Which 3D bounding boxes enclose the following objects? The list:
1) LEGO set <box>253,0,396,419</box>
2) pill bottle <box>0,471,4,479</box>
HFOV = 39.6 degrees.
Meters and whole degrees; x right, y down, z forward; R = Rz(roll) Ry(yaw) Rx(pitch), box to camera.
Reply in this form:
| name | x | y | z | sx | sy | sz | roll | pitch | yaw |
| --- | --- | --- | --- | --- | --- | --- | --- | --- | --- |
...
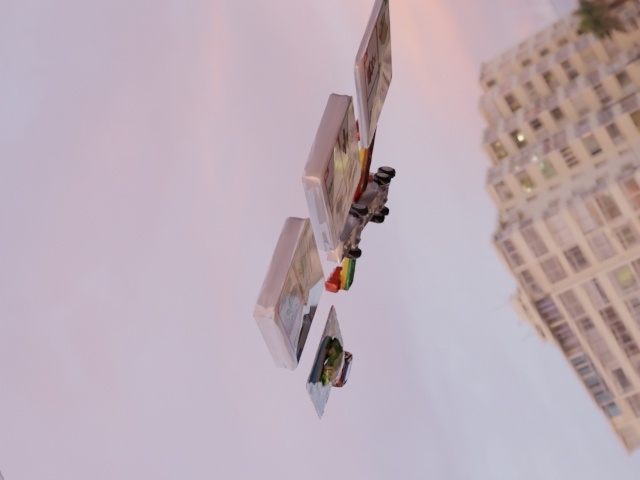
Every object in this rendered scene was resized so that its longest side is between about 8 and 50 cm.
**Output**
| name | x | y | z | sx | sy | sz | roll | pitch | yaw |
| --- | --- | --- | --- | --- | --- | --- | --- | --- | --- |
| LEGO set | 0.000 | 0.000 | 0.514 | 0.244 | 0.060 | 0.182 | 75 | -149 | -64 |
| pill bottle | -0.350 | 0.131 | 0.590 | 0.224 | 0.224 | 0.392 | 31 | -168 | -48 |
